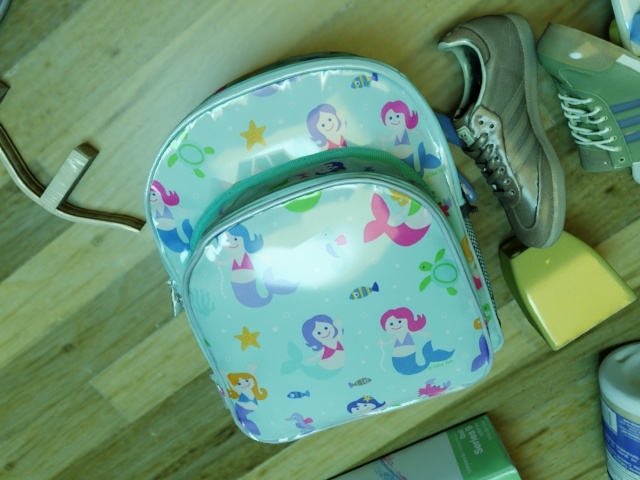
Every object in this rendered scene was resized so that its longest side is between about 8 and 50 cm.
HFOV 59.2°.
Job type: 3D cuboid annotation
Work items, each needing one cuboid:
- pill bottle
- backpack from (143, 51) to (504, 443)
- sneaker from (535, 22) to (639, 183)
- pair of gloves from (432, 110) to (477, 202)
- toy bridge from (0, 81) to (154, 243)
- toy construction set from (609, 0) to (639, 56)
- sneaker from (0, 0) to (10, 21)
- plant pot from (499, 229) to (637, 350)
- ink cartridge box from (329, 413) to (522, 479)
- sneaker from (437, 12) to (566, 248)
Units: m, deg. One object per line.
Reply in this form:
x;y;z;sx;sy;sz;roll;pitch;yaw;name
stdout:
0.337;0.204;0.548;0.111;0.112;0.187;-14;110;3;pill bottle
0.000;0.000;0.407;0.225;0.191;0.254;-18;107;6;backpack
0.231;-0.094;0.443;0.192;0.064;0.086;13;113;-29;sneaker
0.037;-0.051;0.492;0.198;0.023;0.159;-35;109;11;pair of gloves
-0.213;-0.053;0.478;0.188;0.026;0.063;38;107;-14;toy bridge
0.199;-0.300;0.349;0.327;0.151;0.215;38;102;-25;toy construction set
-0.293;-0.156;0.367;0.102;0.161;0.282;22;106;-8;sneaker
0.205;0.030;0.499;0.081;0.081;0.083;-37;97;10;plant pot
0.115;0.301;0.584;0.212;0.093;0.154;-27;108;6;ink cartridge box
0.139;-0.081;0.452;0.071;0.066;0.189;-13;93;-10;sneaker
